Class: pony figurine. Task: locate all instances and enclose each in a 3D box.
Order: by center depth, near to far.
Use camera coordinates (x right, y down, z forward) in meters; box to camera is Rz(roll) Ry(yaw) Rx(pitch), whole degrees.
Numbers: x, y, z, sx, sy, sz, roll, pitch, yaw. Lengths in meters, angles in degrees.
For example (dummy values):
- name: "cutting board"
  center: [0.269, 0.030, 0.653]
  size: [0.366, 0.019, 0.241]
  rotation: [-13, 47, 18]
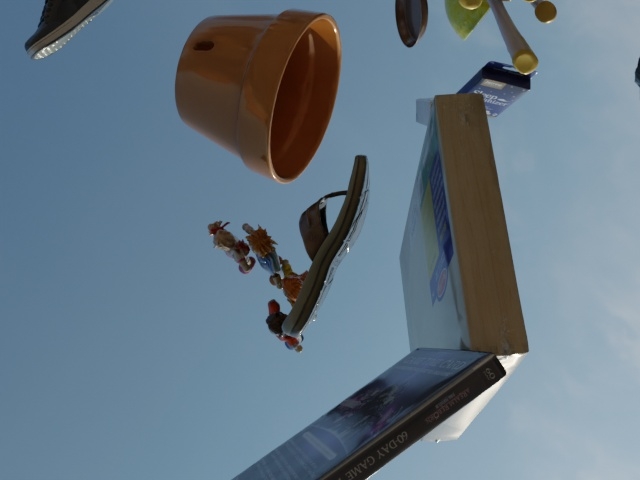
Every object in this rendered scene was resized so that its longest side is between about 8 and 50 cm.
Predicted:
- name: "pony figurine"
  center: [0.272, -0.514, 1.343]
  size: [0.351, 0.303, 0.363]
  rotation: [33, -148, -37]

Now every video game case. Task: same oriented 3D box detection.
- name: "video game case"
  center: [0.007, 0.176, 0.627]
  size: [0.274, 0.196, 0.026]
  rotation: [-32, -91, -12]

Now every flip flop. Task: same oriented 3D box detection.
- name: "flip flop"
  center: [0.000, 0.000, 1.052]
  size: [0.080, 0.112, 0.277]
  rotation: [24, -94, 11]

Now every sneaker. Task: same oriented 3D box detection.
- name: "sneaker"
  center: [-0.491, -0.436, 1.336]
  size: [0.163, 0.086, 0.226]
  rotation: [45, -127, -19]

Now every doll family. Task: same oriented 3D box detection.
- name: "doll family"
  center: [-0.073, 0.050, 1.212]
  size: [0.118, 0.163, 0.263]
  rotation: [-35, -107, -3]

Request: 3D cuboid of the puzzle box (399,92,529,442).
- name: "puzzle box"
  center: [0.145, 0.061, 0.858]
  size: [0.052, 0.409, 0.272]
  rotation: [-3, -114, -1]

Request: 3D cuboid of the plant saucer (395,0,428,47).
- name: "plant saucer"
  center: [0.220, -0.547, 1.792]
  size: [0.029, 0.168, 0.168]
  rotation: [-9, -102, -12]

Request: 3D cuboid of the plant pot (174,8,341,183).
- name: "plant pot"
  center: [-0.112, -0.262, 1.284]
  size: [0.204, 0.290, 0.290]
  rotation: [18, -120, 16]

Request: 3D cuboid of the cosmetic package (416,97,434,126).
- name: "cosmetic package"
  center: [0.277, -0.291, 1.689]
  size: [0.099, 0.239, 0.060]
  rotation: [-1, -78, 0]

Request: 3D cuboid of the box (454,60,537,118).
- name: "box"
  center: [0.441, -0.384, 1.931]
  size: [0.137, 0.225, 0.036]
  rotation: [10, -108, -13]

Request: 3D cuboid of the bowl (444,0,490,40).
- name: "bowl"
  center: [0.406, -0.680, 1.940]
  size: [0.156, 0.289, 0.289]
  rotation: [38, -121, 0]

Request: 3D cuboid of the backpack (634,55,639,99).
- name: "backpack"
  center: [0.618, -0.254, 1.271]
  size: [0.115, 0.152, 0.182]
  rotation: [-28, -118, 2]
